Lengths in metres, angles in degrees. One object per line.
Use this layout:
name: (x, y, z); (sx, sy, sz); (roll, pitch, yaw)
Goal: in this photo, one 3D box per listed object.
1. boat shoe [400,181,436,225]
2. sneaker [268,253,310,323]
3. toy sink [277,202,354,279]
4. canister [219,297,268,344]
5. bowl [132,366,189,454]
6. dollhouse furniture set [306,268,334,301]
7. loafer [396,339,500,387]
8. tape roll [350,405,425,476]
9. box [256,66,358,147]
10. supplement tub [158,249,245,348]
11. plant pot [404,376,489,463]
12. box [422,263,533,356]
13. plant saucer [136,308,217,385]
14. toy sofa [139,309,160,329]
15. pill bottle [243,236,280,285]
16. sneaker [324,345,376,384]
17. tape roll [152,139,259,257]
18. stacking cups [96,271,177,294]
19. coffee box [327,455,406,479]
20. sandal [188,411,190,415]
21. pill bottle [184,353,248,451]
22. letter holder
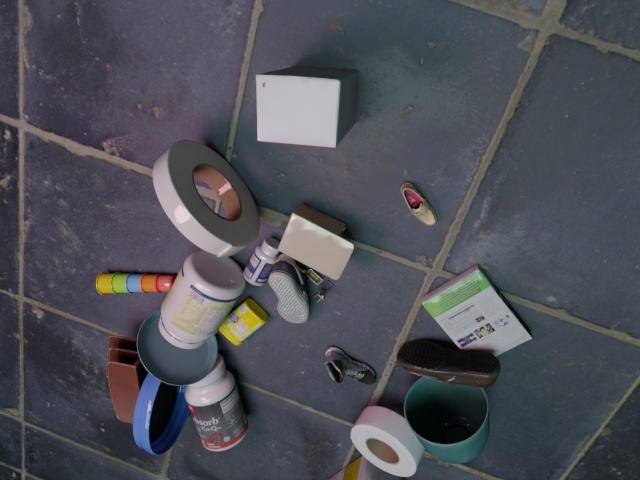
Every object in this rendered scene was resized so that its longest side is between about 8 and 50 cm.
boat shoe: (0.315, -0.110, 1.504); (0.063, 0.059, 0.170); (-37, 101, 24)
sneaker: (-0.100, 0.178, 1.695); (0.126, 0.128, 0.321); (4, 140, 12)
toy sink: (0.000, 0.000, 1.584); (0.234, 0.131, 0.153); (27, 116, 6)
canister: (-0.302, 0.317, 1.822); (0.170, 0.073, 0.126); (-40, 100, 23)
bowl: (-0.616, 0.640, 1.857); (0.077, 0.391, 0.392); (8, 115, 9)
dollhouse furniture set: (-0.025, 0.172, 1.691); (0.114, 0.081, 0.091); (44, 115, -8)
loafer: (0.445, 0.459, 1.650); (0.365, 0.134, 0.130); (5, 129, 32)
tape roll: (0.261, 0.787, 1.825); (0.286, 0.100, 0.287); (22, 135, 24)
box: (-0.024, -0.385, 1.302); (0.214, 0.345, 0.169); (7, 114, 10)
supplement tub: (-0.445, 0.221, 1.722); (0.235, 0.235, 0.325); (34, 116, -3)
plant pot: (0.474, 0.663, 1.688); (0.292, 0.293, 0.235); (-12, 125, 17)
box: (0.542, 0.266, 1.619); (0.232, 0.058, 0.322); (-36, 103, 24)
plant saucer: (-0.551, 0.409, 1.791); (0.317, 0.318, 0.043); (42, 129, -7)
toy sofa: (-0.716, 0.482, 1.945); (0.177, 0.150, 0.363); (39, 115, -4)
pill bottle: (-0.206, 0.074, 1.682); (0.094, 0.094, 0.170); (31, 116, -2)
sneaker: (0.106, 0.514, 1.781); (0.228, 0.132, 0.086); (32, 116, -2)
tape roll: (-0.346, -0.133, 1.462); (0.072, 0.392, 0.392); (-32, 103, 22)
stacking cups: (-0.724, 0.164, 1.842); (0.315, 0.096, 0.096); (-3, 112, 12)
coffee box: (0.194, 1.179, 1.936); (0.337, 0.338, 0.334); (40, 116, -6)
sandal: (-0.684, 0.801, 2.143); (0.179, 0.040, 0.067); (-13, 116, 2)
pill bottle: (-0.440, 0.664, 1.928); (0.210, 0.210, 0.364); (-6, 111, 15)
letter holder: (-0.758, 0.541, 1.815); (0.214, 0.152, 0.302); (8, 116, 8)
